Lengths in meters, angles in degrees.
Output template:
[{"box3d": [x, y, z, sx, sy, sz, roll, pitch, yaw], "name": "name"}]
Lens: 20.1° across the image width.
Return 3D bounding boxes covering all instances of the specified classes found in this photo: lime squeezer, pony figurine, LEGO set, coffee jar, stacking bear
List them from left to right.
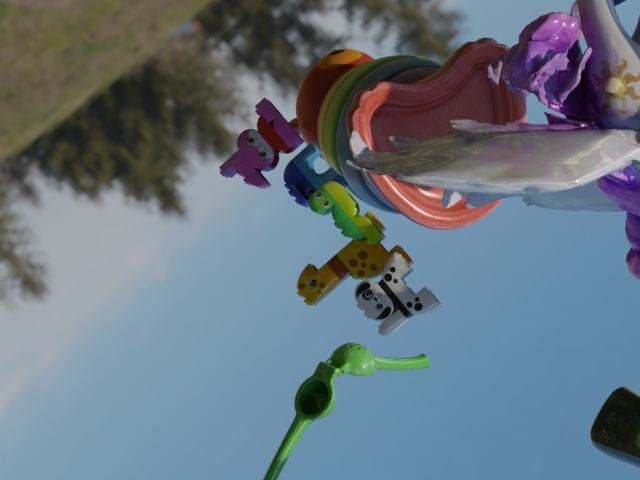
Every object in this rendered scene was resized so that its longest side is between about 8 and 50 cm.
[{"box3d": [0.000, 0.000, 1.524, 0.093, 0.227, 0.087, -42, 167, 7], "name": "LEGO set"}, {"box3d": [0.014, 0.189, 2.169, 0.310, 0.059, 0.110, -38, 146, -32], "name": "lime squeezer"}, {"box3d": [0.064, -0.115, 1.773, 0.175, 0.164, 0.289, -25, -160, -16], "name": "stacking bear"}, {"box3d": [0.234, -0.102, 1.322, 0.303, 0.351, 0.364, 1, 99, -65], "name": "pony figurine"}, {"box3d": [0.442, 0.263, 2.347, 0.096, 0.079, 0.184, -59, -146, -3], "name": "coffee jar"}]
